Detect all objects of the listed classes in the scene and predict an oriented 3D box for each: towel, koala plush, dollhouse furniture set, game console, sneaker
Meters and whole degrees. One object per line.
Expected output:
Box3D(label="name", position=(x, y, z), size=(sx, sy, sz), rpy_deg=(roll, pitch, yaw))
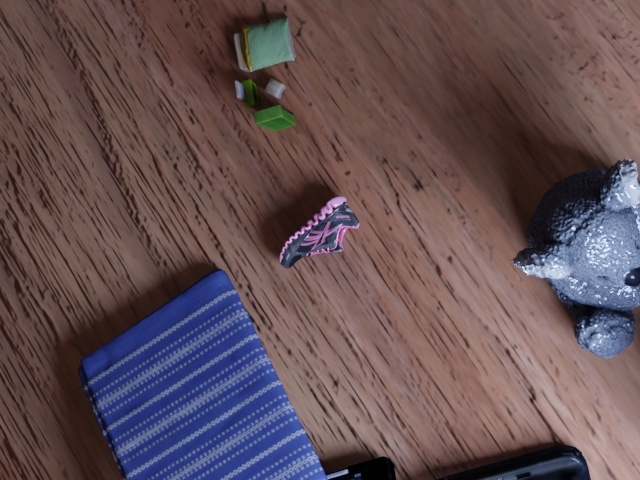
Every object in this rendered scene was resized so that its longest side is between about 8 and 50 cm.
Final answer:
Box3D(label="towel", position=(-0.154, 0.224, 1.942), size=(0.243, 0.040, 0.336), rpy_deg=(-34, 60, 10))
Box3D(label="koala plush", position=(0.306, -0.001, 1.735), size=(0.196, 0.221, 0.203), rpy_deg=(-43, 70, 10))
Box3D(label="dollhouse furniture set", position=(-0.073, -0.219, 1.999), size=(0.076, 0.058, 0.151), rpy_deg=(-14, 77, 18))
Box3D(label="game console", position=(0.141, 0.335, 1.802), size=(0.361, 0.044, 0.213), rpy_deg=(-18, 48, 12))
Box3D(label="sneaker", position=(0.000, 0.000, 1.950), size=(0.119, 0.047, 0.057), rpy_deg=(-43, 81, 11))
